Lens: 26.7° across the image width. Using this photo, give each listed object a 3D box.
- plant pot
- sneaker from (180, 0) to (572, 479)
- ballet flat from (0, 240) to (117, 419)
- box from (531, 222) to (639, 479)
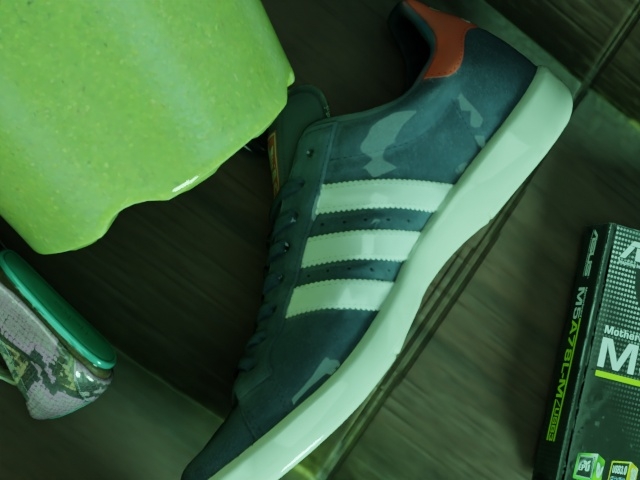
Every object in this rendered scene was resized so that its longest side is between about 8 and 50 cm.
[{"bbox_3d":[-0.152,-0.142,0.735,0.276,0.276,0.254,-37,108,-14],"label":"plant pot"},{"bbox_3d":[0.000,0.000,0.825,0.148,0.131,0.350,38,73,-3],"label":"sneaker"},{"bbox_3d":[-0.212,0.016,0.794,0.079,0.077,0.221,-36,97,6],"label":"ballet flat"},{"bbox_3d":[0.253,0.099,0.918,0.190,0.045,0.184,16,85,-14],"label":"box"}]
